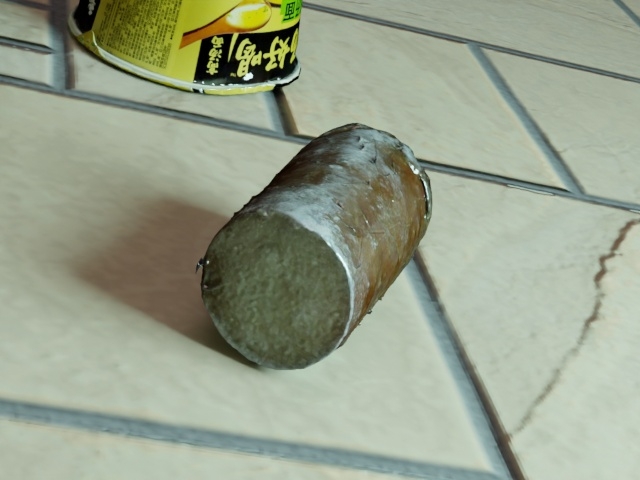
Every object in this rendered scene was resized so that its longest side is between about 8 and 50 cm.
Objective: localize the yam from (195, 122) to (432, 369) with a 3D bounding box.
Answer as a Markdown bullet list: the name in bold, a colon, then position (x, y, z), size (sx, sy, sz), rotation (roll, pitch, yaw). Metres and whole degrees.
- **yam**: position (0.001, -0.001, 0.695), size (0.079, 0.079, 0.141), rotation (22, 26, 10)

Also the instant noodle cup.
- **instant noodle cup**: position (-0.073, -0.173, 0.962), size (0.151, 0.122, 0.151), rotation (12, 24, -5)
